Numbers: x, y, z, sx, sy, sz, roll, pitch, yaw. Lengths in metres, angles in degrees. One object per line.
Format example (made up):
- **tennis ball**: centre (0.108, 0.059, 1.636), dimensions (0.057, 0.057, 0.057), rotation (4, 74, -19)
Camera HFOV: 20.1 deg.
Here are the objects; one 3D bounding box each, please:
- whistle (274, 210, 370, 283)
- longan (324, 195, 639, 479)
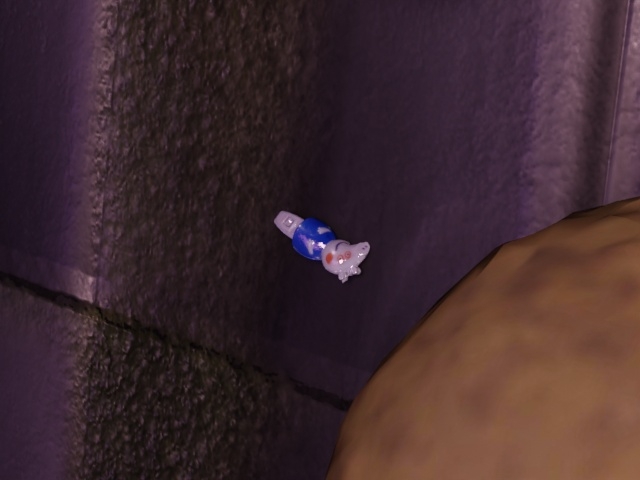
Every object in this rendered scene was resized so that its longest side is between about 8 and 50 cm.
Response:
- **whistle**: centre (0.000, 0.000, 1.290), dimensions (0.083, 0.029, 0.033), rotation (32, 80, 32)
- **longan**: centre (0.181, 0.170, 0.894), dimensions (0.391, 0.391, 0.391), rotation (6, 99, 44)
